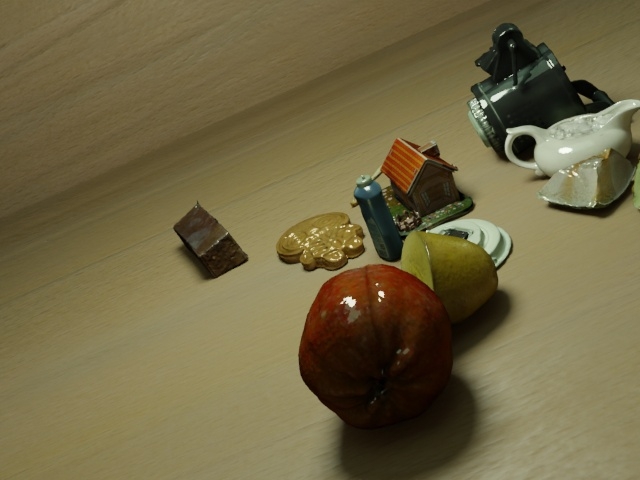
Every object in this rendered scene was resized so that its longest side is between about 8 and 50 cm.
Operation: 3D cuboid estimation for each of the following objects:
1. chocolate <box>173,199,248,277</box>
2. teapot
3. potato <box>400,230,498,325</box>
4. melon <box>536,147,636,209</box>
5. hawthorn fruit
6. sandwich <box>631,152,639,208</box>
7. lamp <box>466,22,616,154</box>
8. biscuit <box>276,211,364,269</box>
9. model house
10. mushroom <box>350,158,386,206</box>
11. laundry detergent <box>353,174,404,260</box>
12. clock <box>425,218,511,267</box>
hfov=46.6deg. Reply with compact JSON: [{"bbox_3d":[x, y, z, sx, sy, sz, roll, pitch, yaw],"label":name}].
[{"bbox_3d":[-0.310,-0.002,2.027,0.112,0.112,0.321,-39,29,-8],"label":"chocolate"},{"bbox_3d":[0.562,-0.214,1.638,0.298,0.139,0.204,-15,29,17],"label":"teapot"},{"bbox_3d":[0.245,0.070,1.359,0.158,0.178,0.203,-2,14,-6],"label":"potato"},{"bbox_3d":[0.542,-0.110,1.513,0.203,0.093,0.139,-19,33,21],"label":"melon"},{"bbox_3d":[0.085,0.164,1.197,0.258,0.258,0.261,-27,46,-6],"label":"hawthorn fruit"},{"bbox_3d":[0.732,-0.145,1.403,0.198,0.227,0.155,8,18,-16],"label":"sandwich"},{"bbox_3d":[0.504,-0.330,1.820,0.272,0.374,0.205,-49,22,26],"label":"lamp"},{"bbox_3d":[-0.001,-0.001,1.823,0.202,0.044,0.289,-30,24,-13],"label":"biscuit"},{"bbox_3d":[0.212,-0.145,1.787,0.207,0.154,0.294,-25,26,-5],"label":"model house"},{"bbox_3d":[0.143,-0.172,2.053,0.028,0.025,0.286,9,37,25],"label":"mushroom"},{"bbox_3d":[0.123,-0.057,1.628,0.061,0.206,0.096,-26,27,-3],"label":"laundry detergent"},{"bbox_3d":[0.273,0.015,1.542,0.237,0.053,0.236,-19,24,9],"label":"clock"}]
